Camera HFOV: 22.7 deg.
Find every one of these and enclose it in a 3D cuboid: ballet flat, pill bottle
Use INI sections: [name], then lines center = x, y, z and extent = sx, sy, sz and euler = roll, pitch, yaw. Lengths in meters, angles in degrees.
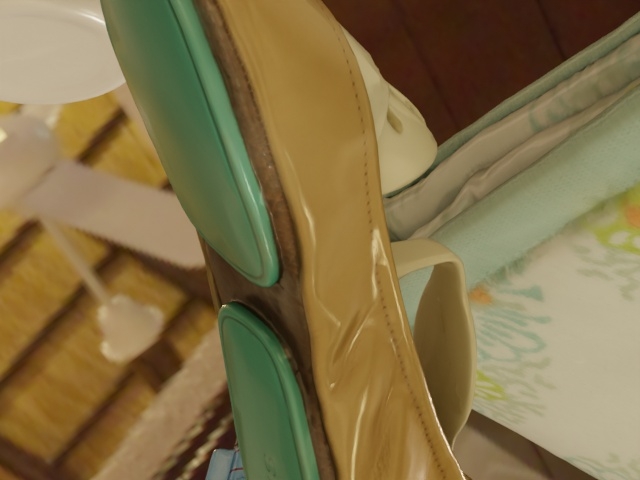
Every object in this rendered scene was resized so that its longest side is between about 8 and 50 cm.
[ballet flat]
center = 0.000, 0.000, 0.428
extent = 0.073, 0.232, 0.080
euler = -26, -143, -20
[pill bottle]
center = -0.194, -0.241, 1.101
extent = 0.153, 0.153, 0.265
euler = -13, -115, 25

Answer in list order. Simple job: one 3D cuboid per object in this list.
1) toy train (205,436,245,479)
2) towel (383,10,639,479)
[toy train]
center = -0.027, 0.161, 0.833
extent = 0.080, 0.105, 0.184
euler = 4, -116, 22
[towel]
center = 0.203, 0.042, 0.638
extent = 0.374, 0.320, 0.090
euler = -33, -152, 60
